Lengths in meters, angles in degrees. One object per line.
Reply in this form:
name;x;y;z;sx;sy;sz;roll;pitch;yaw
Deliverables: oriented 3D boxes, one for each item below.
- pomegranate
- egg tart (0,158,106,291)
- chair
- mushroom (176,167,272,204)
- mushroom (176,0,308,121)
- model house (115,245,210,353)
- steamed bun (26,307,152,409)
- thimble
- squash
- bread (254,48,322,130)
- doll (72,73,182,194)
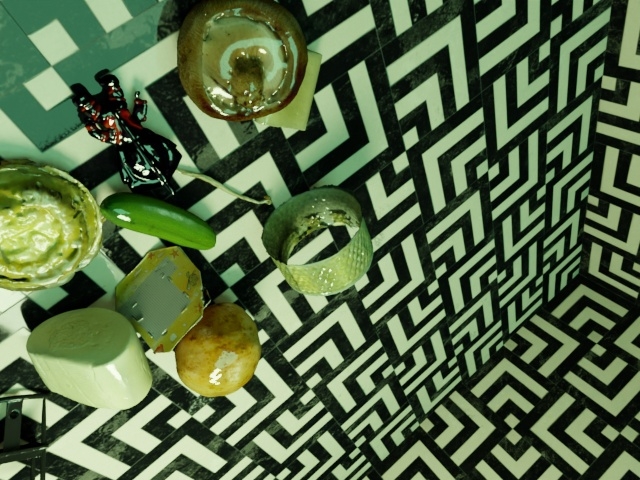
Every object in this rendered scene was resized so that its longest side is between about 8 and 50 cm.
pomegranate;-0.263;0.283;1.182;0.248;0.248;0.248;-20;129;-27
egg tart;-0.546;-0.010;0.848;0.278;0.095;0.279;-20;130;-26
chair;-0.715;0.492;1.029;0.154;0.141;0.260;7;69;-42
mushroom;-0.228;-0.126;1.077;0.286;0.025;0.028;15;92;-42
mushroom;-0.152;-0.350;0.876;0.252;0.153;0.253;-6;116;-13
model house;-0.353;0.138;1.093;0.219;0.207;0.136;-51;169;-4
steamed bun;-0.490;0.255;0.990;0.155;0.249;0.200;-61;154;-48
thimble;0.000;0.000;1.167;0.270;0.271;0.150;-38;136;-12
squash;-0.344;-0.042;0.990;0.292;0.082;0.082;24;102;-53
bread;-0.074;-0.346;1.021;0.139;0.060;0.178;-2;119;-38
doll;-0.362;-0.192;0.886;0.127;0.088;0.249;-28;126;7
